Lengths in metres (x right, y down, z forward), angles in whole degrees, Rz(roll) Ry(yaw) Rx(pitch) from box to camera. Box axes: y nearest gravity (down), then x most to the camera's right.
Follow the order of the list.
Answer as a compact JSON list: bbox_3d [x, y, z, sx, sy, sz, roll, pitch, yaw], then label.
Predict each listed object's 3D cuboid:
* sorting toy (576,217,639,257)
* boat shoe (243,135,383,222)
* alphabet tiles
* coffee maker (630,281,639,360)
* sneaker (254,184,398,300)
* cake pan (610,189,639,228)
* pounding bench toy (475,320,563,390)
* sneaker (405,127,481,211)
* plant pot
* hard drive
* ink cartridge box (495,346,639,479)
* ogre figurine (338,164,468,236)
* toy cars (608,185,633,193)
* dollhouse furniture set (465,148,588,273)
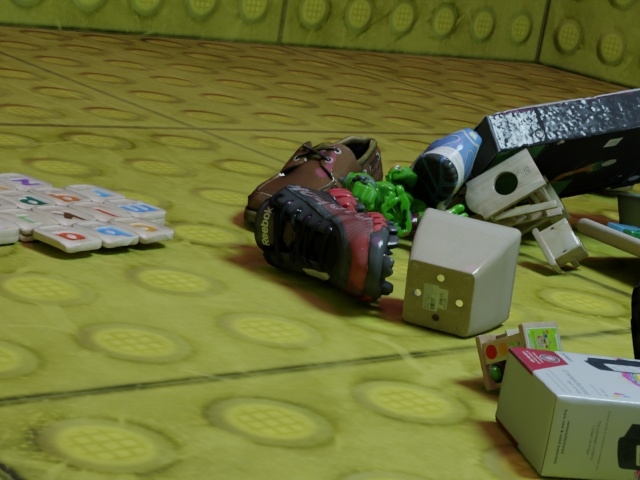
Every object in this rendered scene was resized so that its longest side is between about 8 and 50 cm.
[{"bbox_3d":[0.464,0.017,2.007,0.208,0.038,0.193,14,8,-38],"label":"sorting toy"},{"bbox_3d":[-0.009,-0.081,2.012,0.110,0.104,0.307,15,14,19],"label":"boat shoe"},{"bbox_3d":[-0.317,-0.031,1.763,0.278,0.021,0.284,19,16,35],"label":"alphabet tiles"},{"bbox_3d":[0.400,0.104,1.483,0.178,0.171,0.120,-13,-6,-7],"label":"coffee maker"},{"bbox_3d":[0.000,0.000,1.694,0.135,0.098,0.276,6,12,-16],"label":"sneaker"},{"bbox_3d":[0.558,-0.025,2.214,0.293,0.054,0.293,9,4,-1],"label":"cake pan"},{"bbox_3d":[0.185,0.122,1.426,0.052,0.083,0.065,0,-15,-45],"label":"pounding bench toy"},{"bbox_3d":[0.153,-0.079,2.020,0.080,0.081,0.211,45,-24,-1],"label":"sneaker"},{"bbox_3d":[0.139,0.043,1.622,0.109,0.109,0.096,14,26,18],"label":"plant pot"},{"bbox_3d":[0.344,-0.125,2.134,0.339,0.064,0.237,-12,-19,-19],"label":"hard drive"},{"bbox_3d":[0.252,0.148,1.304,0.175,0.072,0.127,6,13,-13],"label":"ink cartridge box"},{"bbox_3d":[0.098,-0.039,1.931,0.197,0.097,0.118,2,17,-29],"label":"ogre figurine"},{"bbox_3d":[0.521,-0.100,2.486,0.176,0.087,0.393,-3,6,-20],"label":"toy cars"},{"bbox_3d":[0.283,-0.002,2.030,0.161,0.101,0.182,65,12,26],"label":"dollhouse furniture set"}]
